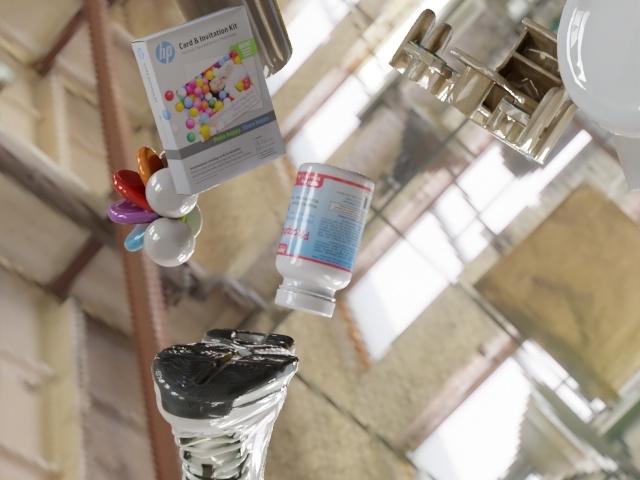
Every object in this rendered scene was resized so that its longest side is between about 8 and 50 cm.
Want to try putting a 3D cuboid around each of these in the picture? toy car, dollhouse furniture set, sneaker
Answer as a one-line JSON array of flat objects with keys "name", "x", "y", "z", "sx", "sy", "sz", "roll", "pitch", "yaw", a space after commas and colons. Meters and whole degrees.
[{"name": "toy car", "x": -0.245, "y": -0.053, "z": 2.237, "sx": 0.136, "sy": 0.182, "sz": 0.159, "roll": 5, "pitch": -159, "yaw": 0}, {"name": "dollhouse furniture set", "x": 0.249, "y": -0.224, "z": 2.005, "sx": 0.212, "sy": 0.161, "sz": 0.242, "roll": 35, "pitch": -174, "yaw": 22}, {"name": "sneaker", "x": -0.116, "y": 0.261, "z": 1.939, "sx": 0.169, "sy": 0.257, "sz": 0.447, "roll": 6, "pitch": -178, "yaw": 7}]

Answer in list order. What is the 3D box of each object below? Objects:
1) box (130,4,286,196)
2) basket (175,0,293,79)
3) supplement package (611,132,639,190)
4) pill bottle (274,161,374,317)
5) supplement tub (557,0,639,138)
[{"name": "box", "x": -0.127, "y": -0.162, "z": 1.758, "sx": 0.038, "sy": 0.145, "sz": 0.186, "roll": 4, "pitch": 114, "yaw": 53}, {"name": "basket", "x": -0.137, "y": -0.355, "z": 2.262, "sx": 0.227, "sy": 0.154, "sz": 0.204, "roll": 66, "pitch": 174, "yaw": -35}, {"name": "supplement package", "x": 0.564, "y": -0.208, "z": 2.145, "sx": 0.199, "sy": 0.263, "sz": 0.198, "roll": -8, "pitch": 101, "yaw": 68}, {"name": "pill bottle", "x": 0.000, "y": 0.000, "z": 1.679, "sx": 0.087, "sy": 0.160, "sz": 0.087, "roll": 14, "pitch": 175, "yaw": 1}, {"name": "supplement tub", "x": 0.405, "y": -0.192, "z": 1.553, "sx": 0.316, "sy": 0.193, "sz": 0.193, "roll": 2, "pitch": -140, "yaw": -44}]
